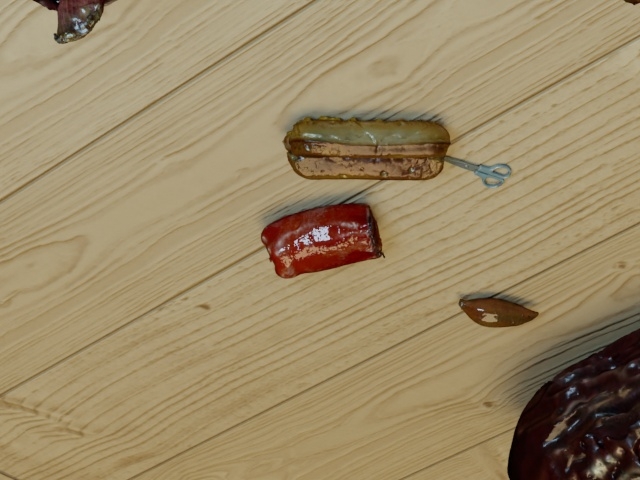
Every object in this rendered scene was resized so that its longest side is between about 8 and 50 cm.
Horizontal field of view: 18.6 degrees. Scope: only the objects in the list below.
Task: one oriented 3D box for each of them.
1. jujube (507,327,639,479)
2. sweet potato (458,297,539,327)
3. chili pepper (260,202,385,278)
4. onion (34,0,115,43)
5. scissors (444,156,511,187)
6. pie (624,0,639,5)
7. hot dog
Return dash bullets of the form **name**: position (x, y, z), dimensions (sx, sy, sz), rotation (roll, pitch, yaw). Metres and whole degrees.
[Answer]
- **jujube**: position (0.388, 0.226, 2.243), dimensions (0.258, 0.258, 0.377), rotation (26, 142, -34)
- **sweet potato**: position (0.199, 0.081, 2.188), dimensions (0.095, 0.034, 0.034), rotation (7, 143, -10)
- **chili pepper**: position (0.000, 0.000, 2.036), dimensions (0.123, 0.073, 0.070), rotation (-11, 101, 8)
- **onion**: position (-0.187, -0.244, 1.583), dimensions (0.135, 0.198, 0.173), rotation (-13, 154, -16)
- **scissors**: position (0.156, -0.074, 1.995), dimensions (0.083, 0.006, 0.036), rotation (17, 137, -25)
- **pie**: position (0.329, -0.315, 1.596), dimensions (0.288, 0.103, 0.354), rotation (-3, 148, -1)
- **hot dog**: position (0.044, -0.090, 1.932), dimensions (0.165, 0.045, 0.071), rotation (1, 146, -6)
